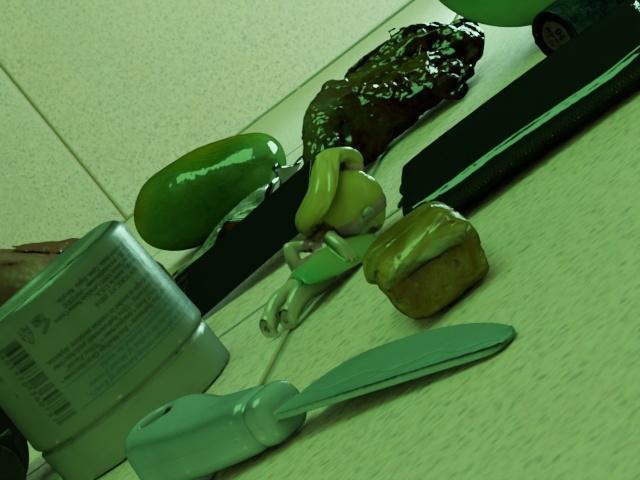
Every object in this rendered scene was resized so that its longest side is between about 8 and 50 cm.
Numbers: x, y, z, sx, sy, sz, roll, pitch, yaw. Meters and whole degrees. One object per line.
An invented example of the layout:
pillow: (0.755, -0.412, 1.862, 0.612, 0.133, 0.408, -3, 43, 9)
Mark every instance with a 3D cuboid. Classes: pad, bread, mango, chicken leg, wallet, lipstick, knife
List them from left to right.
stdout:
mango: (-0.144, -0.072, 2.246, 0.251, 0.114, 0.156, -35, 2, 32)
pad: (-0.076, 0.008, 1.717, 0.190, 0.004, 0.127, -41, 23, 25)
knife: (0.002, 0.089, 1.022, 0.331, 0.044, 0.080, -23, 9, 41)
chicken leg: (0.068, -0.136, 1.831, 0.322, 0.083, 0.177, -38, 26, -18)
bread: (0.064, 0.011, 1.091, 0.074, 0.053, 0.132, -38, 6, 2)
wallet: (0.157, -0.089, 1.284, 0.250, 0.044, 0.149, -36, 12, 13)
lipstick: (0.280, -0.243, 1.546, 0.234, 0.053, 0.053, -42, 9, -30)

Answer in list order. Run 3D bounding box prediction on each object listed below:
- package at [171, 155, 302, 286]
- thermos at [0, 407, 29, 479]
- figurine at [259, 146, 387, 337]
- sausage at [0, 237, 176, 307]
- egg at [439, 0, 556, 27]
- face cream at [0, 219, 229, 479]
package: (-0.107, -0.008, 2.028, 0.232, 0.040, 0.166, -45, 3, 16)
thermos: (-0.320, 0.215, 1.562, 0.137, 0.105, 0.193, -63, 20, -3)
figurine: (0.000, 0.000, 1.392, 0.083, 0.083, 0.187, -29, 22, 50)
sausage: (-0.261, 0.075, 1.568, 0.279, 0.152, 0.152, -2, -10, -27)
egg: (0.210, -0.338, 1.767, 0.269, 0.220, 0.220, -38, 7, -33)
face cream: (-0.188, 0.091, 1.414, 0.177, 0.153, 0.177, -38, 7, 6)
